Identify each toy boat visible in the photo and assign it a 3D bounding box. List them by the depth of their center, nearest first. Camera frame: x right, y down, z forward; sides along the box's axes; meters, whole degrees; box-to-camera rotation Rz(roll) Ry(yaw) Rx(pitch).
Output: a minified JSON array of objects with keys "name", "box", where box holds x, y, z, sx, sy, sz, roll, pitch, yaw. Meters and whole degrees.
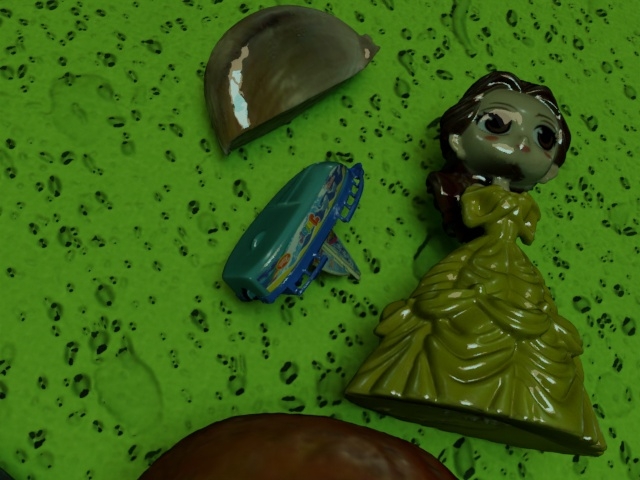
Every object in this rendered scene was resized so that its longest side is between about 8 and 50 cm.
[{"name":"toy boat","box":[0.000,0.000,0.530,0.110,0.091,0.175,48,59,-28]}]

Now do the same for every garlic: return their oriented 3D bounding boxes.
[{"name":"garlic","box":[-0.042,-0.170,0.579,0.196,0.087,0.101,-37,93,-25]}]

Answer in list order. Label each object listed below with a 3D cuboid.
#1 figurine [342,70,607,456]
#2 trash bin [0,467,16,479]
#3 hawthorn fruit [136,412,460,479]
[{"name":"figurine","box":[0.143,-0.004,0.499,0.187,0.168,0.315,5,67,20]},{"name":"trash bin","box":[-0.287,0.233,0.336,0.184,0.161,0.238,36,74,4]},{"name":"hawthorn fruit","box":[-0.016,0.230,0.344,0.262,0.258,0.258,21,63,-34]}]
